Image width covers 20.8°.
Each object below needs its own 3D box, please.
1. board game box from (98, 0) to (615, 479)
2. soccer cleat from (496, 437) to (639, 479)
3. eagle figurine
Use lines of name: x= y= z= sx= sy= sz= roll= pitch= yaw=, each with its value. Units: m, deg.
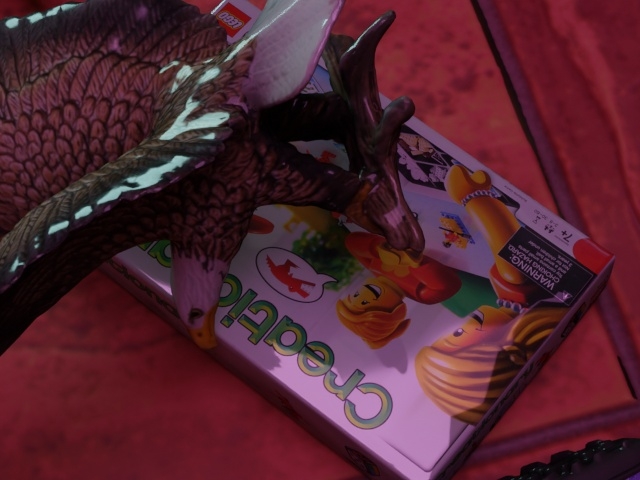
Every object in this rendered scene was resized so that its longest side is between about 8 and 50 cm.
board game box: x=0.000 y=0.000 z=1.072 sx=0.305 sy=0.053 sz=0.193 roll=36 pitch=69 yaw=16
soccer cleat: x=0.069 y=0.222 z=0.946 sx=0.318 sy=0.108 sz=0.116 roll=-33 pitch=87 yaw=-17
eagle figurine: x=-0.099 y=-0.031 z=0.958 sx=0.298 sy=0.226 sz=0.225 roll=-5 pitch=85 yaw=-8
